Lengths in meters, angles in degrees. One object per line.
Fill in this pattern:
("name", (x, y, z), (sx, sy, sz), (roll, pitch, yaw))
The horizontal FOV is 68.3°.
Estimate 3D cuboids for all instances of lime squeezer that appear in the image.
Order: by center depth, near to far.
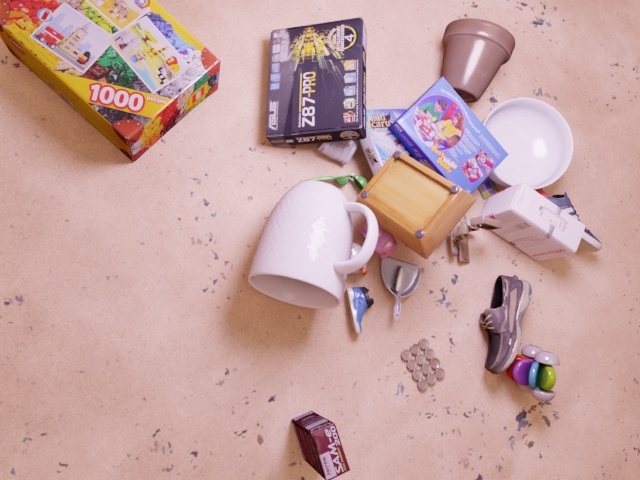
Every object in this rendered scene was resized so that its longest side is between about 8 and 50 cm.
("lime squeezer", (0.089, -0.180, 1.599), (0.310, 0.059, 0.110), (23, 104, -11))

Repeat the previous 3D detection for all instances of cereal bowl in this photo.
("cereal bowl", (0.731, -0.340, 1.735), (0.339, 0.141, 0.339), (0, 85, 0))

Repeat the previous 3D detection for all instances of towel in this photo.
("towel", (0.628, -0.193, 1.764), (0.083, 0.009, 0.060), (-24, 85, -19))

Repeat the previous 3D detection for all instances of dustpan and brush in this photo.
("dustpan and brush", (0.259, 0.160, 1.561), (0.147, 0.060, 0.211), (17, 75, -12))

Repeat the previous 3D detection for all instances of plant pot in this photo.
("plant pot", (0.547, -0.642, 1.734), (0.263, 0.263, 0.229), (20, 93, -11))

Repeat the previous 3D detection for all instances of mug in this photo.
("mug", (0.000, 0.000, 1.371), (0.276, 0.374, 0.328), (37, 59, -43))

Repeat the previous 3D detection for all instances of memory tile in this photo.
("memory tile", (0.339, 0.408, 1.558), (0.113, 0.012, 0.148), (-27, 86, -19))

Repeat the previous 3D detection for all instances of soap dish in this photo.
("soap dish", (0.267, -0.120, 1.389), (0.291, 0.118, 0.229), (39, 87, 28))

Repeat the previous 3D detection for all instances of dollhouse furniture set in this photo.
("dollhouse furniture set", (0.523, 0.001, 1.595), (0.144, 0.151, 0.123), (10, 75, -41))

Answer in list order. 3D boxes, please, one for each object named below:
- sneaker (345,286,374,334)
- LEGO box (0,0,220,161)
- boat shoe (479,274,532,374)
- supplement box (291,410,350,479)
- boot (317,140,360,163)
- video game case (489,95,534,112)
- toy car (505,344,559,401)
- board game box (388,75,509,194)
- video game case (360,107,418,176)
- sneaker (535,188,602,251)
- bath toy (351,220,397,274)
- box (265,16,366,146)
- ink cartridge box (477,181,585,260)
("sneaker", (0.136, 0.222, 1.515), (0.084, 0.058, 0.152), (-8, 74, -8))
("LEGO box", (-0.611, -0.549, 1.398), (0.500, 0.193, 0.372), (42, 72, -4))
("boat shoe", (0.608, 0.278, 1.612), (0.130, 0.132, 0.355), (25, 64, 1))
("supplement box", (-0.006, 0.561, 1.309), (0.073, 0.239, 0.130), (-17, 84, -18))
("boot", (0.091, -0.388, 1.625), (0.123, 0.095, 0.258), (28, 77, -19))
("video game case", (0.790, -0.459, 1.858), (0.212, 0.023, 0.193), (-19, 84, -18))
("toy car", (0.693, 0.435, 1.565), (0.136, 0.182, 0.159), (8, 91, -9))
("board game box", (0.429, -0.332, 1.577), (0.233, 0.078, 0.347), (-44, 97, -11))
("video game case", (0.257, -0.332, 1.613), (0.269, 0.061, 0.244), (-14, 77, -37))
("sneaker", (0.914, -0.091, 1.758), (0.350, 0.131, 0.148), (32, 77, -7))
("bath toy", (0.207, -0.012, 1.512), (0.348, 0.151, 0.129), (-41, 116, 4))
("box", (-0.009, -0.515, 1.544), (0.318, 0.097, 0.395), (-1, 77, 16))
("ink cartridge box", (0.737, -0.059, 1.663), (0.283, 0.207, 0.117), (32, 74, -8))
